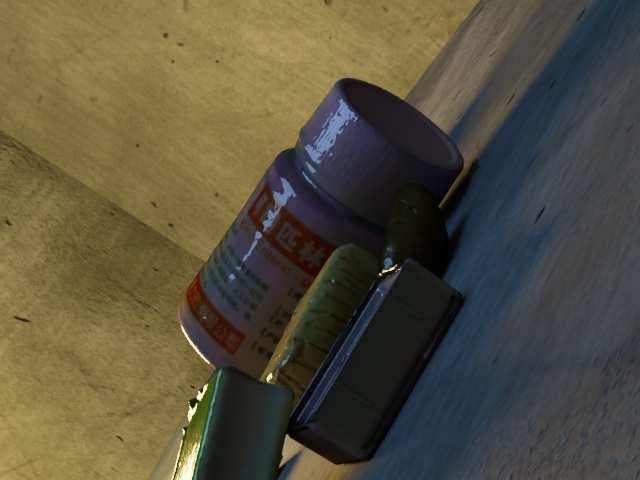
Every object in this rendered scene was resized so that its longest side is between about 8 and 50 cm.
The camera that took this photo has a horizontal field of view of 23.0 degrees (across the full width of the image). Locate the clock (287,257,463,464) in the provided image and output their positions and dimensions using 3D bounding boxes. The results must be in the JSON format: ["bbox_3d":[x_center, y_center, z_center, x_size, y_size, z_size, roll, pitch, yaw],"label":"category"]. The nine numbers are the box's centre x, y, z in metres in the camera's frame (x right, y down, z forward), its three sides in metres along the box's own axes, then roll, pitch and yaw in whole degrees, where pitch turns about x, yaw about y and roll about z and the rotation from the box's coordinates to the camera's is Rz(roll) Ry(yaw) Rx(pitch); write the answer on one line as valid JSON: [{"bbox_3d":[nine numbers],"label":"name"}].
[{"bbox_3d":[0.050,0.121,1.542,0.192,0.071,0.147,-58,4,-15],"label":"clock"}]

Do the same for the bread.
[{"bbox_3d":[0.014,0.115,1.746,0.140,0.106,0.236,-53,6,46],"label":"bread"}]

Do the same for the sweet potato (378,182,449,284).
[{"bbox_3d":[0.101,0.024,1.728,0.077,0.077,0.243,-53,17,38],"label":"sweet potato"}]

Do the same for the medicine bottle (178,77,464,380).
[{"bbox_3d":[0.000,0.000,2.030,0.388,0.219,0.219,-54,5,20],"label":"medicine bottle"}]

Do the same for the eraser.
[{"bbox_3d":[-0.113,0.288,1.556,0.210,0.092,0.274,121,163,-58],"label":"eraser"}]

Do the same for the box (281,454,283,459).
[{"bbox_3d":[-0.129,0.374,1.925,0.245,0.035,0.139,-59,4,-32],"label":"box"}]
